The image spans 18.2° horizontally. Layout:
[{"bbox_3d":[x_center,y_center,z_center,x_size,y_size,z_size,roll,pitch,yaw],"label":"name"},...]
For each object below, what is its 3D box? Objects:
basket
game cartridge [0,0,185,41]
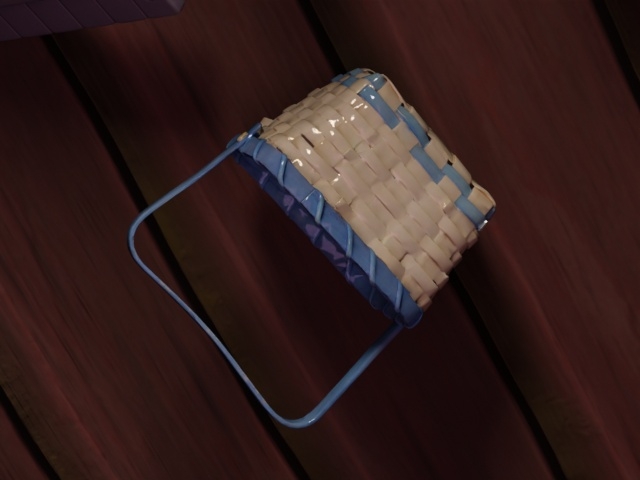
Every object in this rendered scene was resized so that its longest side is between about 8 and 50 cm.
[{"bbox_3d":[0.000,0.000,1.866,0.289,0.201,0.255,-41,103,-10],"label":"basket"},{"bbox_3d":[-0.299,-0.303,1.752,0.230,0.068,0.355,-9,144,27],"label":"game cartridge"}]
